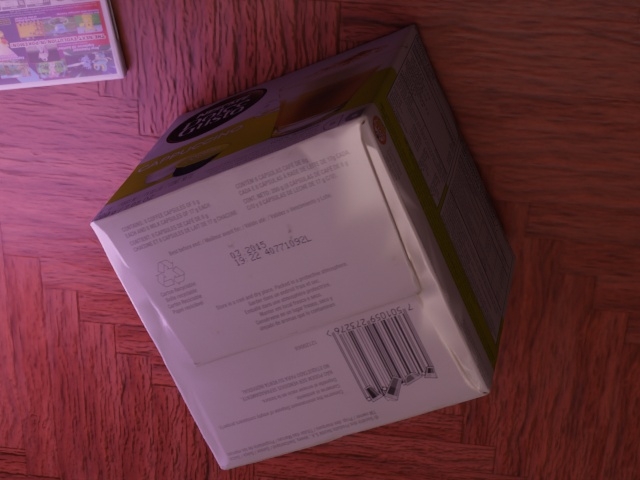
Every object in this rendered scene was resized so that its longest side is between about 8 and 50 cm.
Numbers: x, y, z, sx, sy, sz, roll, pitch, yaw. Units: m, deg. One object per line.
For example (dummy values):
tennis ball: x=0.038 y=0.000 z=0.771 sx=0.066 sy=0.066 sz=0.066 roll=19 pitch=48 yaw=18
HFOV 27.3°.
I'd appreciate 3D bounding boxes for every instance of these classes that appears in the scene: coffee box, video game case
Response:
coffee box: x=0.000 y=0.000 z=1.523 sx=0.338 sy=0.334 sz=0.338 roll=-18 pitch=111 yaw=21
video game case: x=-0.352 y=-0.276 z=1.609 sx=0.201 sy=0.023 sz=0.183 roll=-4 pitch=120 yaw=9
